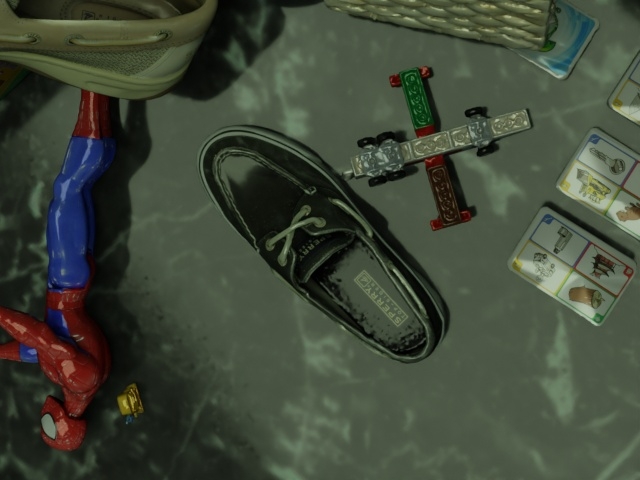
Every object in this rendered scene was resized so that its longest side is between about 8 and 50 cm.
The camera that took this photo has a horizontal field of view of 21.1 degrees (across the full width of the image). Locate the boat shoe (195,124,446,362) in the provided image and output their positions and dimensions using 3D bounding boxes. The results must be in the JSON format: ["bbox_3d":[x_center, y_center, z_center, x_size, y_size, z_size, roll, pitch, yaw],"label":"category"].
[{"bbox_3d":[0.000,0.000,1.185,0.219,0.070,0.078,41,99,4],"label":"boat shoe"}]

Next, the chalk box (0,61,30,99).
[{"bbox_3d":[-0.332,-0.102,1.201,0.213,0.132,0.132,-42,87,11],"label":"chalk box"}]

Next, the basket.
[{"bbox_3d":[0.085,-0.201,1.119,0.167,0.113,0.103,11,72,8],"label":"basket"}]

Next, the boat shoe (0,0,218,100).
[{"bbox_3d":[-0.215,-0.167,1.084,0.302,0.098,0.109,12,62,-18],"label":"boat shoe"}]

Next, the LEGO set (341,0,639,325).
[{"bbox_3d":[0.133,-0.079,1.183,0.244,0.060,0.182,32,86,4],"label":"LEGO set"}]

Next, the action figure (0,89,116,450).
[{"bbox_3d":[-0.211,0.009,1.212,0.139,0.091,0.280,-1,93,3],"label":"action figure"}]

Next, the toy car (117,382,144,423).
[{"bbox_3d":[-0.159,0.166,1.239,0.060,0.040,0.122,-1,95,9],"label":"toy car"}]
